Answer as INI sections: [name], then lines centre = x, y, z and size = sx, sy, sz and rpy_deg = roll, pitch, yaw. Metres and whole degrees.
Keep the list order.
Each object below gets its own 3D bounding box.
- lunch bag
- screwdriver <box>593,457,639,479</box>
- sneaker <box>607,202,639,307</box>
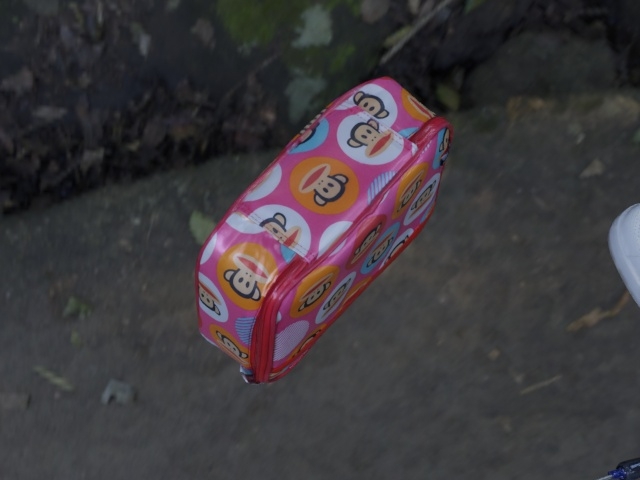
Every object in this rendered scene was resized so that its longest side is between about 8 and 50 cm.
[lunch bag]
centre = 0.000, 0.000, 1.527
size = 0.120, 0.258, 0.293
rpy_deg = 38, 65, 14
[screwdriver]
centre = 0.306, 0.255, 1.665
size = 0.170, 0.024, 0.025
rpy_deg = -1, 84, -43
[sneaker]
centre = 0.377, 0.050, 1.327
size = 0.108, 0.169, 0.292
rpy_deg = -32, 70, -20
